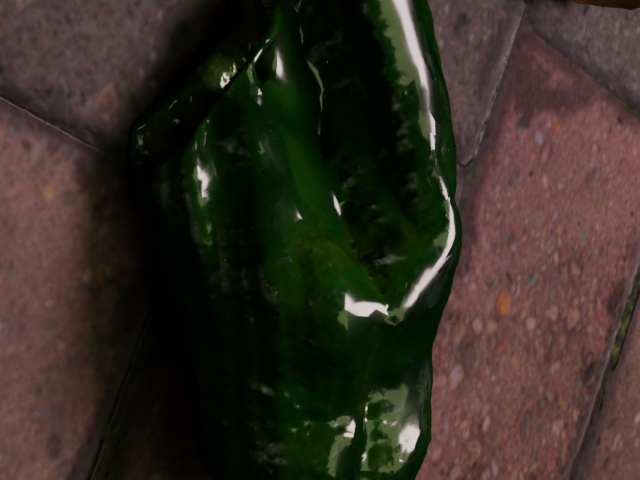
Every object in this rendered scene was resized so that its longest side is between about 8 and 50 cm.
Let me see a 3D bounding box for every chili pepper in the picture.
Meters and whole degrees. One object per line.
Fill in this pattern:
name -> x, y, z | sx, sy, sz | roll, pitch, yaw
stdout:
chili pepper -> 0.004, 0.002, 1.244 | 0.213, 0.167, 0.385 | -10, 103, -47

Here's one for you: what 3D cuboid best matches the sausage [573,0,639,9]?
sausage -> 0.241, -0.341, 1.480 | 0.112, 0.112, 0.328 | 16, 83, -46
